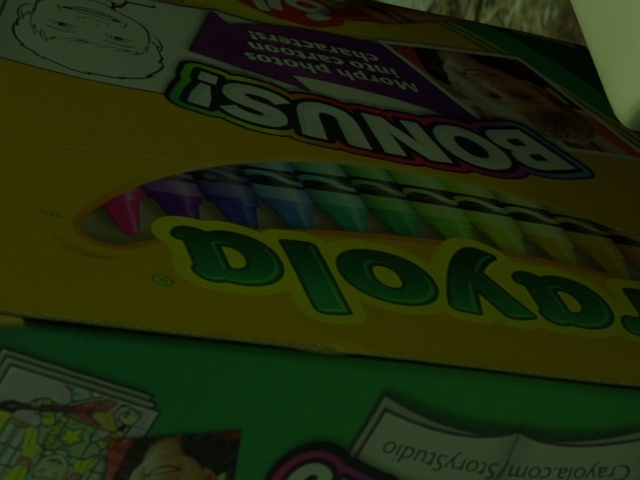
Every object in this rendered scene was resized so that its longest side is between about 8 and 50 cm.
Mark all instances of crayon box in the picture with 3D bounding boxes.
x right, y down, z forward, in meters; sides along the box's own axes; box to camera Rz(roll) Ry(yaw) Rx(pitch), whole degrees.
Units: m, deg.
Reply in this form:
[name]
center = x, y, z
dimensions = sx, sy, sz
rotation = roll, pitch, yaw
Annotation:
[crayon box]
center = 0.000, 0.000, 0.669
dimensions = 0.313, 0.363, 0.106
rotation = 57, 133, 55

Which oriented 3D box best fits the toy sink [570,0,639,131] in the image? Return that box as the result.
[toy sink]
center = 0.164, -0.171, 0.647
dimensions = 0.153, 0.131, 0.234
rotation = -54, 42, 46
